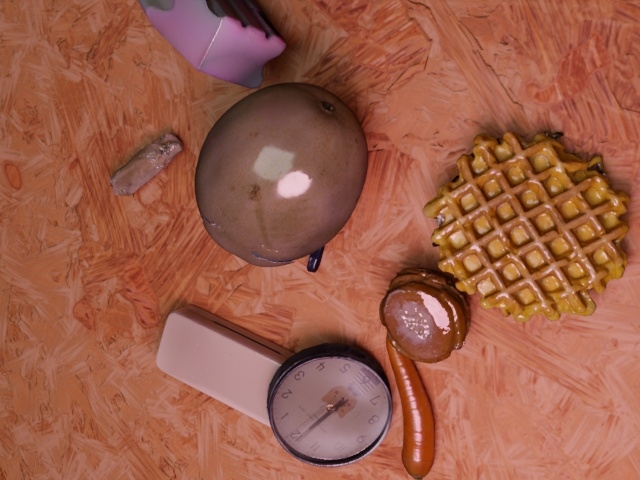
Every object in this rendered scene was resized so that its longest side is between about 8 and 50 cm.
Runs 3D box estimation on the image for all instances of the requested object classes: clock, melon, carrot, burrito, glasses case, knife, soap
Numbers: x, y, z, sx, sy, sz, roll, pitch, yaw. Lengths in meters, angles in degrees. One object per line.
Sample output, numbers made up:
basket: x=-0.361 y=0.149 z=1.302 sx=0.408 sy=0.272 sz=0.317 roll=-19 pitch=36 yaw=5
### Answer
clock: x=0.017 y=0.293 z=1.416 sx=0.225 sy=0.049 sz=0.226 roll=-1 pitch=105 yaw=-3
melon: x=-0.069 y=-0.105 z=1.324 sx=0.268 sy=0.268 sz=0.330 roll=46 pitch=130 yaw=10
carrot: x=0.162 y=0.287 z=1.403 sx=0.062 sy=0.066 sz=0.271 roll=-8 pitch=93 yaw=-20
burrito: x=-0.340 y=-0.144 z=1.551 sx=0.188 sy=0.045 sz=0.058 roll=-34 pitch=77 yaw=26
glasses case: x=-0.158 y=0.240 z=1.520 sx=0.312 sy=0.070 sz=0.131 roll=22 pitch=106 yaw=18
knife: x=0.000 y=0.000 z=1.436 sx=0.018 sy=0.031 sz=0.121 roll=19 pitch=104 yaw=21
soap: x=-0.214 y=-0.413 z=1.376 sx=0.109 sy=0.192 sz=0.324 roll=-50 pitch=51 yaw=25

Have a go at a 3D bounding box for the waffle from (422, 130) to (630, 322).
waffle: x=0.326 y=-0.024 z=1.244 sx=0.329 sy=0.062 sz=0.330 roll=-1 pitch=85 yaw=14

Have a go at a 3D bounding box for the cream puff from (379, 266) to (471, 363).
cream puff: x=0.174 y=0.120 z=1.334 sx=0.150 sy=0.115 sz=0.165 roll=5 pitch=109 yaw=24
